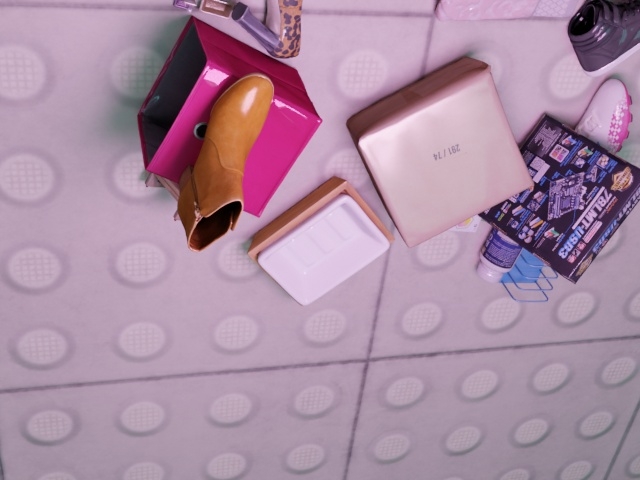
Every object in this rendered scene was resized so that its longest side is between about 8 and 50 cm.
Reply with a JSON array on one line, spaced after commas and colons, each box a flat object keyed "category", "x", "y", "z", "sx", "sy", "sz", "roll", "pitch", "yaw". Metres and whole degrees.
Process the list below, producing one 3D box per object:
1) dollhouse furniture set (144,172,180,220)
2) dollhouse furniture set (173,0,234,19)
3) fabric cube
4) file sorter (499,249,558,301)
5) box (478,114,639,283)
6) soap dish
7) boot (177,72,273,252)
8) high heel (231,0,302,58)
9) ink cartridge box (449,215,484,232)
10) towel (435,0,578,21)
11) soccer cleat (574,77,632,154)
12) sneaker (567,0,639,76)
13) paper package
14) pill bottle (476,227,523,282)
[{"category": "dollhouse furniture set", "x": -0.261, "y": -0.130, "z": 1.852, "sx": 0.183, "sy": 0.129, "sz": 0.129, "roll": -1, "pitch": 132, "yaw": -53}, {"category": "dollhouse furniture set", "x": -0.216, "y": -0.468, "z": 1.624, "sx": 0.114, "sy": 0.081, "sz": 0.091, "roll": 10, "pitch": 121, "yaw": -23}, {"category": "fabric cube", "x": -0.190, "y": -0.246, "z": 1.681, "sx": 0.258, "sy": 0.259, "sz": 0.254, "roll": 23, "pitch": 114, "yaw": -28}, {"category": "file sorter", "x": 0.568, "y": 0.071, "z": 2.234, "sx": 0.118, "sy": 0.104, "sz": 0.170, "roll": 1, "pitch": 125, "yaw": -17}, {"category": "box", "x": 0.561, "y": -0.100, "z": 1.958, "sx": 0.296, "sy": 0.293, "sz": 0.073, "roll": -56, "pitch": 146, "yaw": 8}, {"category": "soap dish", "x": 0.000, "y": 0.000, "z": 2.004, "sx": 0.290, "sy": 0.118, "sz": 0.229, "roll": -36, "pitch": 127, "yaw": 10}, {"category": "boot", "x": -0.155, "y": -0.132, "z": 1.477, "sx": 0.104, "sy": 0.211, "sz": 0.295, "roll": 24, "pitch": 115, "yaw": -31}, {"category": "high heel", "x": -0.041, "y": -0.493, "z": 1.677, "sx": 0.261, "sy": 0.093, "sz": 0.186, "roll": -48, "pitch": 142, "yaw": 9}, {"category": "ink cartridge box", "x": 0.351, "y": -0.082, "z": 2.085, "sx": 0.209, "sy": 0.062, "sz": 0.109, "roll": 4, "pitch": 122, "yaw": -20}, {"category": "towel", "x": 0.421, "y": -0.564, "z": 1.679, "sx": 0.316, "sy": 0.054, "sz": 0.332, "roll": -5, "pitch": 153, "yaw": -14}, {"category": "soccer cleat", "x": 0.649, "y": -0.230, "z": 2.033, "sx": 0.143, "sy": 0.116, "sz": 0.331, "roll": -6, "pitch": 127, "yaw": -14}, {"category": "sneaker", "x": 0.678, "y": -0.503, "z": 1.851, "sx": 0.295, "sy": 0.105, "sz": 0.147, "roll": -40, "pitch": 131, "yaw": 18}, {"category": "paper package", "x": 0.265, "y": -0.196, "z": 1.875, "sx": 0.324, "sy": 0.168, "sz": 0.310, "roll": -27, "pitch": 114, "yaw": 3}, {"category": "pill bottle", "x": 0.471, "y": 0.024, "z": 2.177, "sx": 0.094, "sy": 0.094, "sz": 0.169, "roll": 10, "pitch": 121, "yaw": -23}]
